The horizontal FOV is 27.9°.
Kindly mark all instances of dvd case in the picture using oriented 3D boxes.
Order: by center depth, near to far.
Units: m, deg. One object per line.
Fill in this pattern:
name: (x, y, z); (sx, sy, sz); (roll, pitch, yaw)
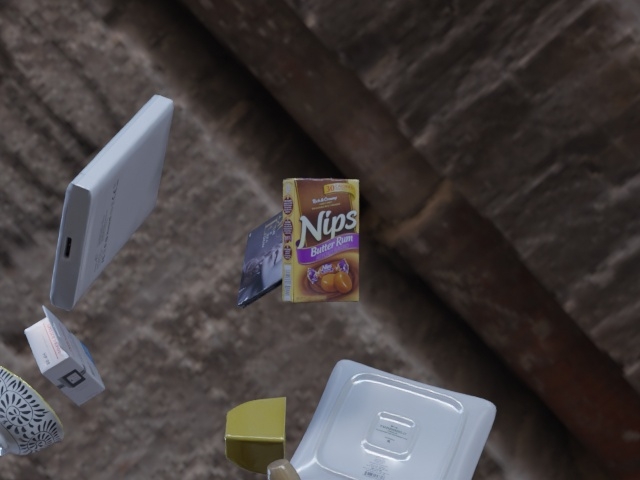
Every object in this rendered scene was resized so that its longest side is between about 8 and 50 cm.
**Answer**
dvd case: (-0.058, 0.006, 2.186); (0.221, 0.018, 0.164); (-32, 37, 37)

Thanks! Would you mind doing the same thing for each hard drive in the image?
hard drive: (-0.341, -0.070, 2.133); (0.353, 0.047, 0.233); (-61, -11, -58)

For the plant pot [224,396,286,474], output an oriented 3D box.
plant pot: (-0.090, 0.271, 1.786); (0.081, 0.083, 0.081); (-89, 2, -48)

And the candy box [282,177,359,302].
candy box: (0.000, 0.000, 1.944); (0.109, 0.187, 0.053); (0, -1, -23)

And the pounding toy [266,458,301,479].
pounding toy: (-0.083, 0.370, 1.365); (0.155, 0.154, 0.269); (-19, 16, 45)

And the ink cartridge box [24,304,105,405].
ink cartridge box: (-0.457, 0.203, 2.267); (0.060, 0.104, 0.180); (-31, -36, -1)

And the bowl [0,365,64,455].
bowl: (-0.476, 0.272, 1.942); (0.080, 0.170, 0.170); (-50, 11, -32)

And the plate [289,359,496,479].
plate: (0.110, 0.313, 2.018); (0.045, 0.277, 0.278); (90, -159, -47)
